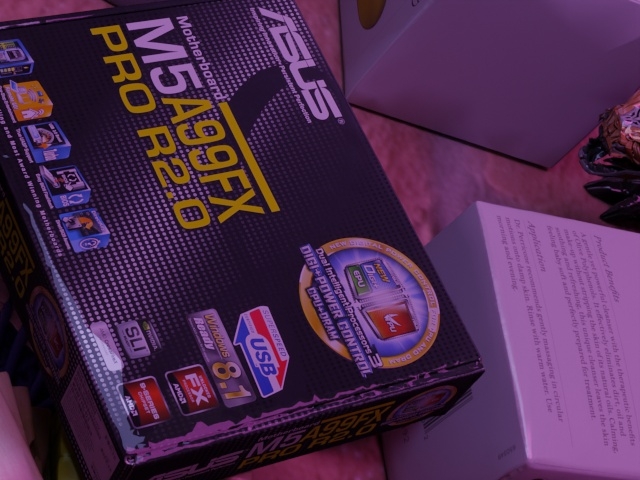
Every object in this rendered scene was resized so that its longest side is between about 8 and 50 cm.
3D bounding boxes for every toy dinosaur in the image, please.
[{"bbox_3d":[0.326,-0.028,1.372,0.322,0.218,0.164,27,47,-17],"label":"toy dinosaur"}]

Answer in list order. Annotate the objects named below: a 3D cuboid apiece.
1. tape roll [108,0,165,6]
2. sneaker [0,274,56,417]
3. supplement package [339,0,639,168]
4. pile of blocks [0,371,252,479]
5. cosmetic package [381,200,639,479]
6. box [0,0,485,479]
[{"bbox_3d":[-0.116,-0.267,1.334,0.219,0.072,0.219,19,50,-24],"label":"tape roll"},{"bbox_3d":[-0.178,0.036,1.033,0.315,0.127,0.182,7,53,-33],"label":"sneaker"},{"bbox_3d":[0.143,-0.236,1.404,0.198,0.199,0.262,16,51,-25],"label":"supplement package"},{"bbox_3d":[-0.201,0.160,0.926,0.362,0.112,0.149,-12,61,-28],"label":"pile of blocks"},{"bbox_3d":[0.230,0.115,1.247,0.365,0.155,0.197,12,54,-29],"label":"cosmetic package"},{"bbox_3d":[-0.065,-0.008,0.981,0.216,0.060,0.270,-12,64,-29],"label":"box"}]
